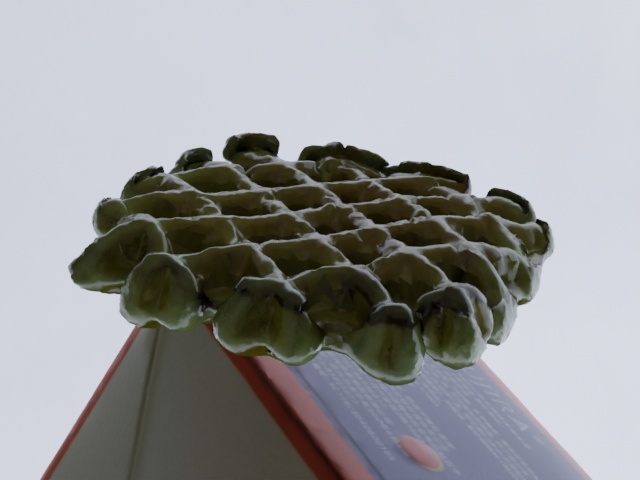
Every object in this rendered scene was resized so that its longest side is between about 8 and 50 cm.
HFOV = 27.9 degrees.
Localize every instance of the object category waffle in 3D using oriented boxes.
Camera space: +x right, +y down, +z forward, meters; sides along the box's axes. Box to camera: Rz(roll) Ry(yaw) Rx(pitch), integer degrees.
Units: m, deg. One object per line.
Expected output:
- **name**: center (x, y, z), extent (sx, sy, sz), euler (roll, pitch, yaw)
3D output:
- **waffle**: center (0.000, 0.000, 0.499), extent (0.169, 0.183, 0.036), euler (14, -68, 16)

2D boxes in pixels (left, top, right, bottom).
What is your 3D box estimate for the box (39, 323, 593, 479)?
- **box**: center (0.014, 0.249, 0.692), extent (0.349, 0.257, 0.319), euler (47, -66, 40)
